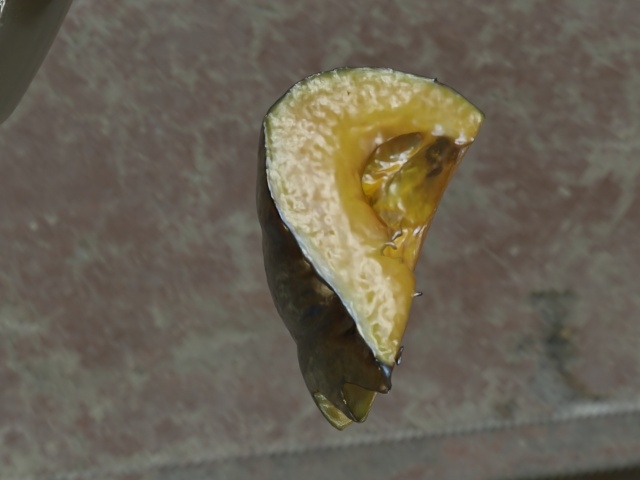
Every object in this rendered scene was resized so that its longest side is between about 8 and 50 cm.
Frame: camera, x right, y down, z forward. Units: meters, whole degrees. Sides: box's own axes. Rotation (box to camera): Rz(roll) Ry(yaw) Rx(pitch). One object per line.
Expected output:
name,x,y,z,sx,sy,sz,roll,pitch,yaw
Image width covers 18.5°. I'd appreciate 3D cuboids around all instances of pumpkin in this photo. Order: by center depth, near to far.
pumpkin,0.000,0.000,1.267,0.149,0.254,0.130,29,139,-9

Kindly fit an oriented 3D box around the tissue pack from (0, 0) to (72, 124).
tissue pack,-0.254,-0.211,1.058,0.267,0.277,0.387,-13,149,-34
